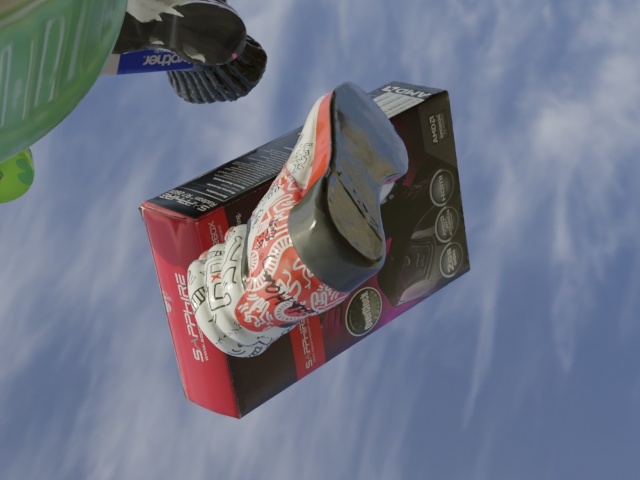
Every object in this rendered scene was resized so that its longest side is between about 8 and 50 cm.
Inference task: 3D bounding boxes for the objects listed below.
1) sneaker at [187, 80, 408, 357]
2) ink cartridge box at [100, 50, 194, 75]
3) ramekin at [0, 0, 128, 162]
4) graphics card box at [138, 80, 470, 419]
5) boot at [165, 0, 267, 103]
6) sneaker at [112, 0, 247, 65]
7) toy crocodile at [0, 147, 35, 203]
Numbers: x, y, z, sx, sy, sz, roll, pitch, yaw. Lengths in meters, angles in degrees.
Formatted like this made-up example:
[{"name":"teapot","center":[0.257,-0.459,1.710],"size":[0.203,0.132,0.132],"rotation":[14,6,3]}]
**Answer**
[{"name":"sneaker","center":[-0.020,-0.019,0.926],"size":[0.090,0.145,0.270],"rotation":[47,-156,-17]},{"name":"ink cartridge box","center":[-0.214,-0.215,1.249],"size":[0.207,0.097,0.046],"rotation":[-11,-139,-37]},{"name":"ramekin","center":[-0.235,-0.190,0.647],"size":[0.303,0.148,0.303],"rotation":[6,-108,-18]},{"name":"graphics card box","center":[0.000,0.000,1.338],"size":[0.371,0.232,0.094],"rotation":[-29,-149,-36]},{"name":"boot","center":[-0.157,-0.259,1.587],"size":[0.131,0.260,0.348],"rotation":[-44,-141,-2]},{"name":"sneaker","center":[-0.151,-0.197,1.100],"size":[0.178,0.072,0.077],"rotation":[18,-160,-6]},{"name":"toy crocodile","center":[-0.343,-0.060,1.124],"size":[0.105,0.340,0.115],"rotation":[23,-144,-36]}]
